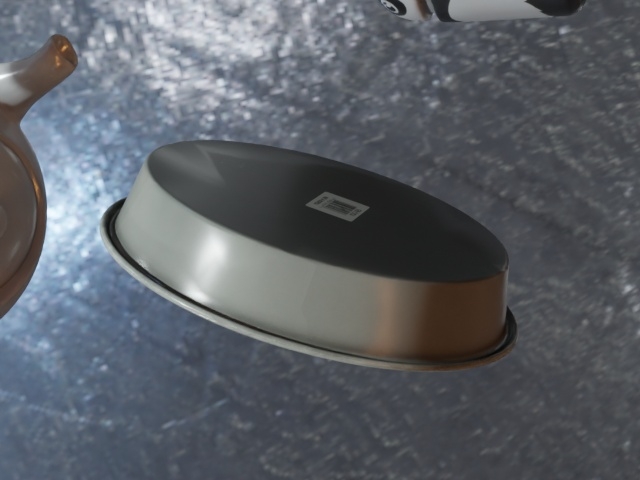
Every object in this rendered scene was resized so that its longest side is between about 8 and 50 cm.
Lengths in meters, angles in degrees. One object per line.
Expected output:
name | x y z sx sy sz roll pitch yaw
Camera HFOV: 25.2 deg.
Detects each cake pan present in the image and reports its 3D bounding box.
cake pan | 0.000 0.000 0.970 0.293 0.293 0.054 27 110 30

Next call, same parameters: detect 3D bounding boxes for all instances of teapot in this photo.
teapot | -0.308 -0.013 1.113 0.187 0.252 0.256 9 113 46

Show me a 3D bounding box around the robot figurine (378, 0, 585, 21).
robot figurine | 0.175 -0.302 1.431 0.278 0.173 0.209 -1 145 15
